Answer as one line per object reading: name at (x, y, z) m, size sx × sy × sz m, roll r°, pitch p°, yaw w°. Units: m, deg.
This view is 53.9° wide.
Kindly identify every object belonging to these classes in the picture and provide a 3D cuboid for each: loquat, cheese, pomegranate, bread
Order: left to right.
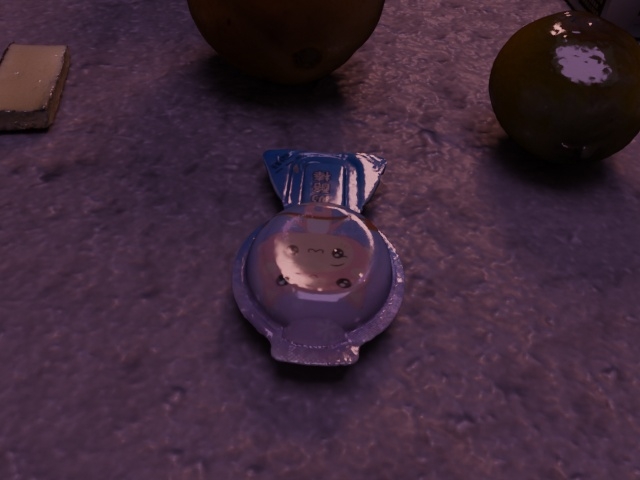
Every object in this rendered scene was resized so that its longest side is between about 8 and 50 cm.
bread at (-0.312, -0.168, 0.674) m, size 0.068 × 0.028 × 0.154 m, roll -3°, pitch 44°, yaw -9°
pomegranate at (-0.039, -0.280, 0.688) m, size 0.232 × 0.233 × 0.233 m, roll 3°, pitch 44°, yaw -3°
cheese at (0.000, 0.000, 0.515) m, size 0.135 × 0.052 × 0.245 m, roll 5°, pitch 44°, yaw -1°
loquat at (0.249, -0.159, 0.643) m, size 0.151 × 0.152 × 0.195 m, roll 3°, pitch 52°, yaw -2°

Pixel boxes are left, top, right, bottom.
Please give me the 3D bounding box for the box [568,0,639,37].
box at (0.453, -0.389, 0.952) m, size 0.155 × 0.067 × 0.243 m, roll 0°, pitch 43°, yaw -8°
